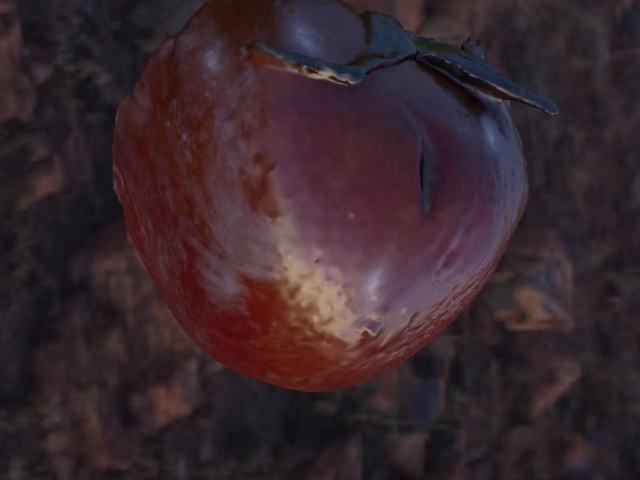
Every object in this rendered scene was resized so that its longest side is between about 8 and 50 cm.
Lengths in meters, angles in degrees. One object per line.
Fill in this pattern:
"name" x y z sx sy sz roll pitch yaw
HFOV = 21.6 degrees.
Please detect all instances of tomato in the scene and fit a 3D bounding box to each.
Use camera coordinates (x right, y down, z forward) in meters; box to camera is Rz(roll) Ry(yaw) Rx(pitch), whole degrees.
"tomato" 0.002 0.001 1.069 0.170 0.309 0.309 -101 165 -51
